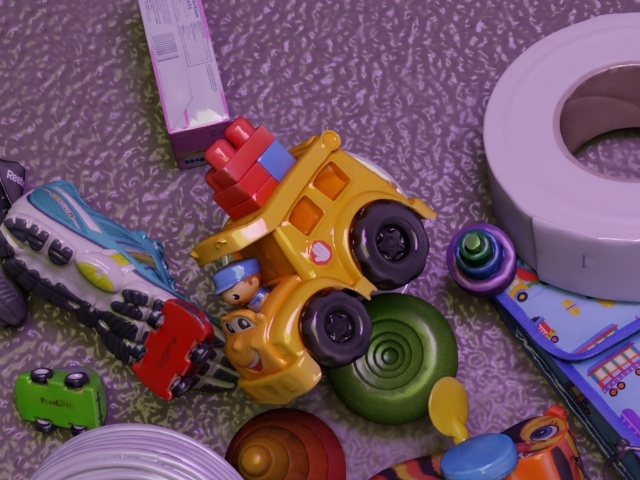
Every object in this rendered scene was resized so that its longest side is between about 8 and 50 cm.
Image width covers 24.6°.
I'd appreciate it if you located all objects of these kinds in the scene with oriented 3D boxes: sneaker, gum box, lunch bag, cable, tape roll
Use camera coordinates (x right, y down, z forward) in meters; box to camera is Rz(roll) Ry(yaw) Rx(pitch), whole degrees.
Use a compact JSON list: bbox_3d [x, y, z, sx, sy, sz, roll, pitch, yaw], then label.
[{"bbox_3d":[-0.329,-0.028,1.440,0.106,0.078,0.234,-29,74,-5],"label":"sneaker"},{"bbox_3d":[-0.137,-0.180,1.467,0.062,0.107,0.188,-13,74,-3],"label":"gum box"},{"bbox_3d":[0.316,0.076,1.397,0.221,0.138,0.293,-34,62,-8],"label":"lunch bag"},{"bbox_3d":[-0.163,0.293,1.296,0.257,0.089,0.257,-26,97,14],"label":"cable"},{"bbox_3d":[0.297,-0.082,1.388,0.286,0.100,0.286,-6,53,8],"label":"tape roll"},{"bbox_3d":[-0.175,0.038,1.406,0.275,0.107,0.110,39,42,-3],"label":"sneaker"}]

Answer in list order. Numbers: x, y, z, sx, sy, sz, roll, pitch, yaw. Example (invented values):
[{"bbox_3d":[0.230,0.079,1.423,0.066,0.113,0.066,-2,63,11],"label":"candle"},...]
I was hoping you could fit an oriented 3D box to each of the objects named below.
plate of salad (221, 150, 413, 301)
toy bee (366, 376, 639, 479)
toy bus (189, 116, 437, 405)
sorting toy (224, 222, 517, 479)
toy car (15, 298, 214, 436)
[{"bbox_3d":[0.000,0.000,1.446,0.200,0.048,0.200,0,74,0],"label":"plate of salad"},{"bbox_3d":[0.177,0.221,1.341,0.298,0.162,0.195,6,111,16],"label":"toy bee"},{"bbox_3d":[-0.037,0.005,1.299,0.211,0.149,0.220,43,62,-15],"label":"toy bus"},{"bbox_3d":[0.039,0.117,1.342,0.365,0.126,0.127,-46,72,-1],"label":"sorting toy"},{"bbox_3d":[-0.184,0.152,1.371,0.225,0.053,0.239,6,110,27],"label":"toy car"}]
